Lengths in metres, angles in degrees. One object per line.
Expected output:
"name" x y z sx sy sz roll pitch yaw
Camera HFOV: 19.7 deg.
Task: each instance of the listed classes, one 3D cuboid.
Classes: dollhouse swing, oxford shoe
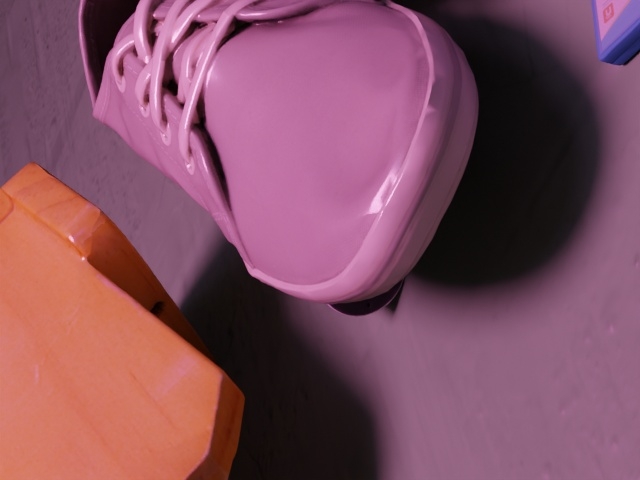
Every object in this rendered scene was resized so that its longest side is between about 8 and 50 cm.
"dollhouse swing" -0.185 0.185 1.148 0.347 0.315 0.305 -45 58 -11
"oxford shoe" -0.045 -0.084 1.029 0.169 0.130 0.449 -62 26 7

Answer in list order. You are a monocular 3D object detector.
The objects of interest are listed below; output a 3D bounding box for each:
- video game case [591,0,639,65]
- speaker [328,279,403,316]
"video game case" 0.156 -0.181 0.851 0.119 0.015 0.166 134 139 -52
"speaker" 0.000 0.000 1.081 0.136 0.055 0.055 -145 67 -64
